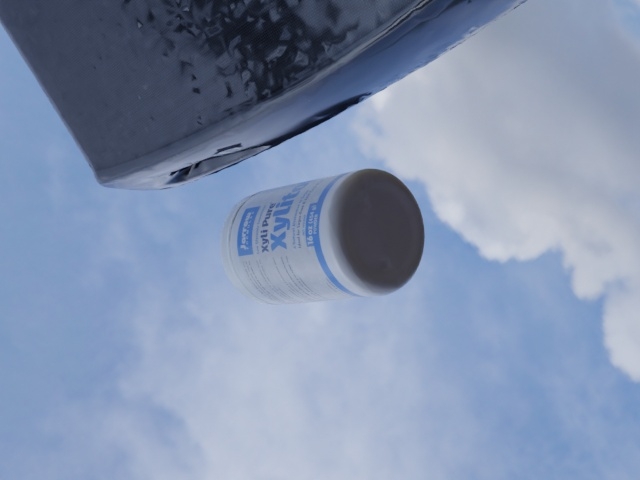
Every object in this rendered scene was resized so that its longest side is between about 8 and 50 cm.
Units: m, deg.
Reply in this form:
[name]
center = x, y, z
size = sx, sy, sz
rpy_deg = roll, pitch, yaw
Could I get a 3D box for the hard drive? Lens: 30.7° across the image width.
[hard drive]
center = -0.021, -0.122, 0.355
size = 0.172, 0.254, 0.054
rpy_deg = 59, -140, -5

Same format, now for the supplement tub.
[supplement tub]
center = 0.000, 0.000, 0.660
size = 0.071, 0.107, 0.071
rpy_deg = 6, -100, -39
